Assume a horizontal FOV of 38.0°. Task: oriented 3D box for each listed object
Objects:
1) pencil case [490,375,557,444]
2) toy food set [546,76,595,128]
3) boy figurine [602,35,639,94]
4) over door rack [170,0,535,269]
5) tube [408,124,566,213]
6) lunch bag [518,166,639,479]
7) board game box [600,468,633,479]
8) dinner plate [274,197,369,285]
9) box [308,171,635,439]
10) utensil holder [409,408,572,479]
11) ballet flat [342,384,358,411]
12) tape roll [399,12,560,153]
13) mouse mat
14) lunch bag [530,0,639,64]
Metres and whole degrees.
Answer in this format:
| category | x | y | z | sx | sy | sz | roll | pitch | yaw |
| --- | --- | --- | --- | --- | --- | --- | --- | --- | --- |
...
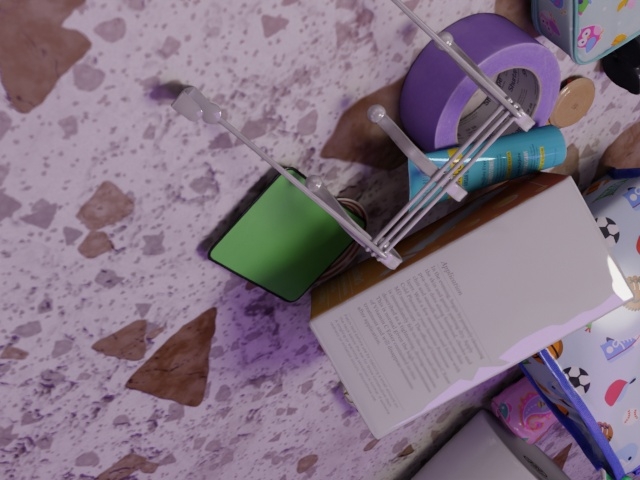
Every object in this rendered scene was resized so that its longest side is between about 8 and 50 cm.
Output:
| category | x | y | z | sx | sy | sz | roll | pitch | yaw |
| --- | --- | --- | --- | --- | --- | --- | --- | --- | --- |
| pencil case | 0.450 | 0.251 | 1.733 | 0.284 | 0.124 | 0.124 | -44 | 141 | 5 |
| toy food set | 0.349 | -0.192 | 1.297 | 0.082 | 0.020 | 0.083 | 3 | 125 | -40 |
| boy figurine | 0.523 | -0.299 | 1.278 | 0.285 | 0.092 | 0.177 | -25 | 136 | -13 |
| over door rack | 0.040 | -0.149 | 0.999 | 0.324 | 0.108 | 0.239 | 37 | 103 | -25 |
| tube | 0.198 | -0.093 | 1.131 | 0.207 | 0.052 | 0.080 | -16 | 123 | -16 |
| lunch bag | 0.461 | 0.129 | 1.415 | 0.327 | 0.239 | 0.385 | -38 | 96 | -2 |
| board game box | 0.637 | 0.203 | 1.706 | 0.389 | 0.050 | 0.390 | -25 | 113 | -32 |
| dinner plate | 0.000 | 0.000 | 1.210 | 0.141 | 0.017 | 0.141 | -22 | 139 | -21 |
| box | 0.173 | 0.068 | 1.166 | 0.345 | 0.168 | 0.215 | -29 | -174 | 3 |
| utensil holder | 0.282 | 0.555 | 1.735 | 0.385 | 0.327 | 0.327 | -49 | 140 | 7 |
| ballet flat | 0.071 | 0.214 | 1.442 | 0.074 | 0.074 | 0.203 | -17 | 142 | -26 |
| tape roll | 0.196 | -0.176 | 1.146 | 0.189 | 0.080 | 0.189 | -22 | 137 | -21 |
| mouse mat | -0.037 | -0.002 | 1.162 | 0.152 | 0.007 | 0.189 | -47 | 139 | 8 |
| lunch bag | 0.370 | -0.345 | 1.097 | 0.279 | 0.108 | 0.224 | -30 | 145 | -9 |
